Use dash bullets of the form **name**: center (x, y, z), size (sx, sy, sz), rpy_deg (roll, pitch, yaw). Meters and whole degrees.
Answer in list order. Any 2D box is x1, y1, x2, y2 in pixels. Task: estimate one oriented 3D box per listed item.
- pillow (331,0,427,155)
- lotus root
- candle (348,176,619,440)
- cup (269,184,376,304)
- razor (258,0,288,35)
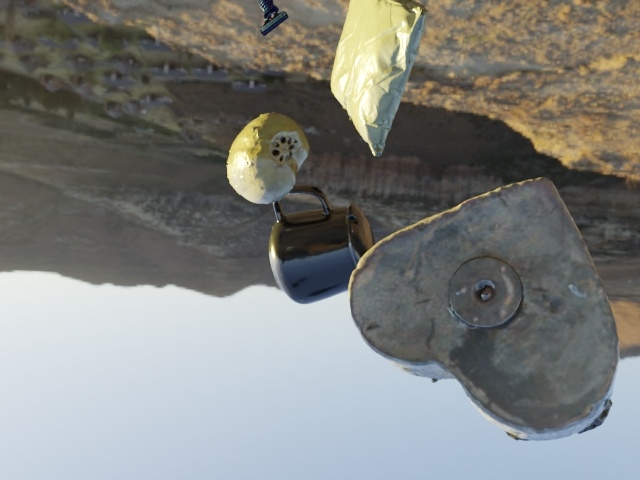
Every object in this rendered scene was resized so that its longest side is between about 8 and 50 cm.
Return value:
- **pillow**: center (0.092, -0.347, 1.216), size (0.076, 0.274, 0.280), rpy_deg (1, -142, -22)
- **lotus root**: center (-0.063, -0.087, 0.716), size (0.077, 0.090, 0.183), rpy_deg (25, 175, -11)
- **candle**: center (0.125, 0.039, 0.459), size (0.192, 0.168, 0.068), rpy_deg (25, 173, 25)
- **cup**: center (0.000, 0.000, 1.153), size (0.177, 0.223, 0.169), rpy_deg (-12, -154, 18)
- **razor**: center (-0.091, -0.350, 0.890), size (0.044, 0.154, 0.028), rpy_deg (-33, 164, 19)
